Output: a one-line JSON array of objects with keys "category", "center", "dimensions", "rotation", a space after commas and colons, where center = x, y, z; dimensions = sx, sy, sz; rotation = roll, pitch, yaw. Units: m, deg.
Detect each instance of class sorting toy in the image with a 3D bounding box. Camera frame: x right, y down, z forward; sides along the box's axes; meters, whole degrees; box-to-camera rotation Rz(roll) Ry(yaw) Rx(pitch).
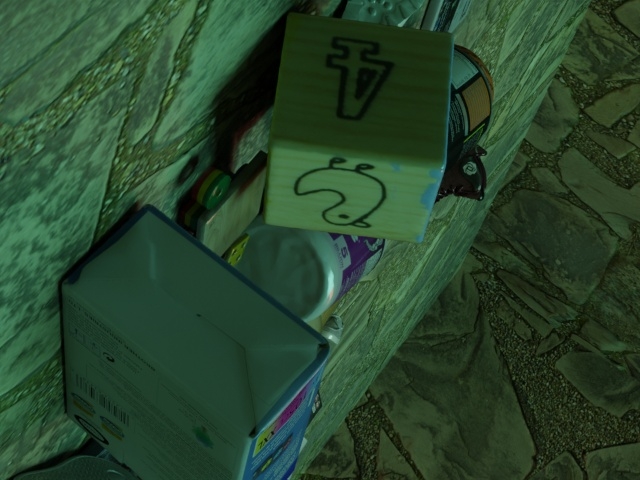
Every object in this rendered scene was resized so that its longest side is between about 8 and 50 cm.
[{"category": "sorting toy", "center": [-0.126, -0.034, 1.569], "dimensions": [0.132, 0.046, 0.274], "rotation": [-50, 166, -31]}]

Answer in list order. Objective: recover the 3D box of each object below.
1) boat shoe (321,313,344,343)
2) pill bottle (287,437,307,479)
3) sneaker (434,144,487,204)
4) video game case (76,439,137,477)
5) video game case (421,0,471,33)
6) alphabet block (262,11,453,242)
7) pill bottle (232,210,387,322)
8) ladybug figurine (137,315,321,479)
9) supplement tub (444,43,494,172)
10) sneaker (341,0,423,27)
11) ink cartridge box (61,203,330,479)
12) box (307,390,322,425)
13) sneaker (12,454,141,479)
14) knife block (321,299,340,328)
[{"category": "boat shoe", "center": [0.022, 0.189, 2.743], "dimensions": [0.184, 0.066, 0.063], "rotation": [32, 77, -76]}, {"category": "pill bottle", "center": [-0.158, 0.476, 2.507], "dimensions": [0.283, 0.161, 0.161], "rotation": [-55, 168, -9]}, {"category": "sneaker", "center": [0.256, -0.098, 2.681], "dimensions": [0.281, 0.162, 0.106], "rotation": [-59, 168, 9]}, {"category": "video game case", "center": [-0.316, 0.353, 1.829], "dimensions": [0.196, 0.026, 0.274], "rotation": [-44, 162, -35]}, {"category": "video game case", "center": [0.216, -0.394, 2.088], "dimensions": [0.173, 0.022, 0.190], "rotation": [-50, 167, -33]}, {"category": "alphabet block", "center": [0.042, -0.130, 1.483], "dimensions": [0.192, 0.197, 0.193], "rotation": [98, -2, -60]}, {"category": "pill bottle", "center": [0.000, 0.000, 1.875], "dimensions": [0.301, 0.169, 0.169], "rotation": [-38, 158, -60]}, {"category": "ladybug figurine", "center": [-0.141, 0.255, 1.872], "dimensions": [0.305, 0.161, 0.449], "rotation": [104, 11, -53]}, {"category": "supplement tub", "center": [0.138, -0.185, 1.895], "dimensions": [0.316, 0.193, 0.194], "rotation": [-39, 159, -56]}, {"category": "sneaker", "center": [0.069, -0.291, 1.643], "dimensions": [0.235, 0.090, 0.095], "rotation": [-54, -179, 4]}, {"category": "ink cartridge box", "center": [-0.156, 0.181, 1.462], "dimensions": [0.151, 0.270, 0.395], "rotation": [-44, 163, -32]}, {"category": "box", "center": [-0.081, 0.288, 2.363], "dimensions": [0.183, 0.056, 0.231], "rotation": [-51, 142, -38]}, {"category": "sneaker", "center": [-0.331, 0.366, 1.627], "dimensions": [0.256, 0.094, 0.151], "rotation": [8, 111, -61]}, {"category": "knife block", "center": [0.033, 0.026, 2.276], "dimensions": [0.242, 0.088, 0.276], "rotation": [-45, 163, -43]}]
